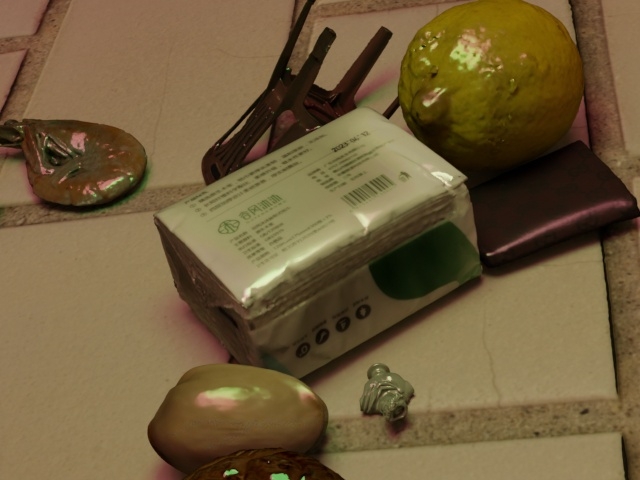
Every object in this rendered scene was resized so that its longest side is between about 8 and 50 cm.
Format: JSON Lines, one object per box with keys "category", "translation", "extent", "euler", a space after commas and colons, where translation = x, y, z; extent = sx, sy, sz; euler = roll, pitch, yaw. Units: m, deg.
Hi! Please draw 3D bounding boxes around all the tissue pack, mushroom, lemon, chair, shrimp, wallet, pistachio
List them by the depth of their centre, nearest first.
{"category": "mushroom", "translation": [-0.073, 0.316, 1.408], "extent": [0.253, 0.153, 0.253], "euler": [-10, 16, 3]}
{"category": "pistachio", "translation": [-0.099, 0.218, 1.559], "extent": [0.215, 0.144, 0.144], "euler": [-1, 42, 6]}
{"category": "tissue pack", "translation": [0.000, 0.001, 1.725], "extent": [0.356, 0.194, 0.266], "euler": [-29, 42, -19]}
{"category": "wallet", "translation": [0.301, -0.048, 1.808], "extent": [0.229, 0.049, 0.182], "euler": [-21, 38, -5]}
{"category": "lemon", "translation": [0.239, -0.220, 1.854], "extent": [0.245, 0.245, 0.320], "euler": [24, 31, 36]}
{"category": "chair", "translation": [-0.021, -0.189, 2.012], "extent": [0.326, 0.183, 0.175], "euler": [-54, 36, 22]}
{"category": "shrimp", "translation": [-0.423, -0.131, 2.092], "extent": [0.317, 0.077, 0.168], "euler": [11, 49, 23]}

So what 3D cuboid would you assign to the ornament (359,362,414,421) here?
{"category": "ornament", "translation": [0.082, 0.190, 1.606], "extent": [0.068, 0.041, 0.092], "euler": [-30, 33, -26]}
